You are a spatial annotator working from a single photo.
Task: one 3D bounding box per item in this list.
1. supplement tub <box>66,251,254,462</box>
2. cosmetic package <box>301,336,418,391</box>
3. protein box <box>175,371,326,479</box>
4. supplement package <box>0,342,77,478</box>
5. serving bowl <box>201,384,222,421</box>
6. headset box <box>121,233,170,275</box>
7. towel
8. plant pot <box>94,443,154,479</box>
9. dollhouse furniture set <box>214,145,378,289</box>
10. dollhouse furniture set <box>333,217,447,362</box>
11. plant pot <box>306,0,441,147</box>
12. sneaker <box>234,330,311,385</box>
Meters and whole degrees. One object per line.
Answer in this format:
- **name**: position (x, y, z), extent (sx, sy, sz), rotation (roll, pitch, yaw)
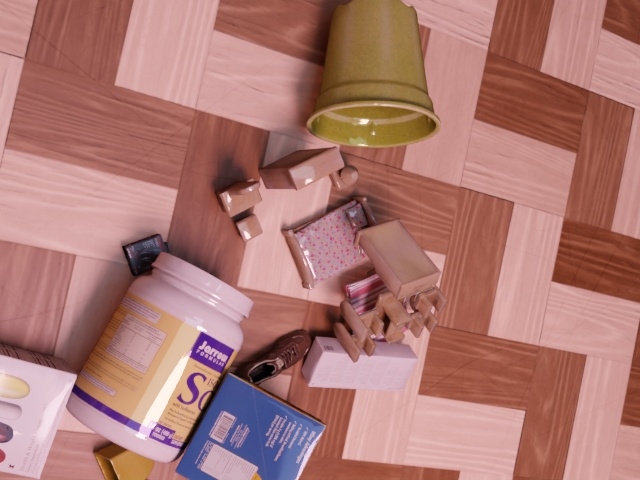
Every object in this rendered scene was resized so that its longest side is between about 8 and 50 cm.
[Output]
- **supplement tub**: position (-0.291, 0.213, 1.525), extent (0.241, 0.241, 0.331), rotation (33, 79, -24)
- **cosmetic package**: position (0.086, 0.271, 1.799), extent (0.239, 0.060, 0.099), rotation (9, 117, -27)
- **protein box**: position (-0.128, 0.377, 1.518), extent (0.201, 0.136, 0.200), rotation (29, 81, -1)
- **supplement package**: position (-0.569, 0.286, 1.443), extent (0.203, 0.149, 0.194), rotation (21, 84, -27)
- **serving bowl**: position (-0.223, 0.333, 1.684), extent (0.083, 0.027, 0.083), rotation (-1, 93, -27)
- **headset box**: position (-0.337, 0.026, 1.608), extent (0.083, 0.032, 0.062), rotation (-21, 102, -22)
- **towel**: position (0.127, 0.155, 1.822), extent (0.144, 0.029, 0.197), rotation (-24, 125, -22)
- **plant pot**: position (-0.372, 0.429, 1.590), extent (0.083, 0.081, 0.081), rotation (-29, 106, -34)
- **dollhouse furniture set**: position (0.000, 0.000, 1.696), extent (0.303, 0.174, 0.355), rotation (-28, 104, -22)
- **dollhouse furniture set**: position (0.137, 0.101, 1.722), extent (0.212, 0.161, 0.242), rotation (-17, 144, -27)
- **plant pot**: position (0.109, -0.353, 1.702), extent (0.276, 0.276, 0.254), rotation (6, 79, -27)
- **sneaker**: position (-0.087, 0.257, 1.723), extent (0.188, 0.071, 0.066), rotation (-31, 106, -21)
